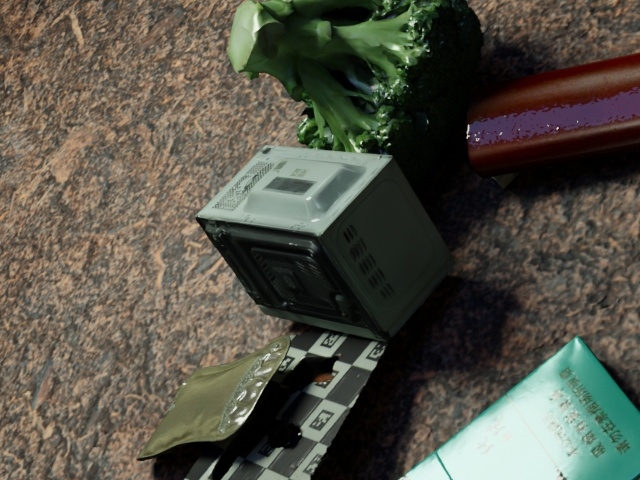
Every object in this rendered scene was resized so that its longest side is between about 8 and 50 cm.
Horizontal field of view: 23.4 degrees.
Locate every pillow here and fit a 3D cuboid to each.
[{"bbox_3d":[-0.107,0.161,1.548,0.217,0.033,0.130,-25,28,53],"label":"pillow"}]

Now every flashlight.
[{"bbox_3d":[0.204,-0.088,1.548,0.083,0.018,0.018,-47,39,-3],"label":"flashlight"}]

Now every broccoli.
[{"bbox_3d":[0.036,-0.173,1.585,0.270,0.270,0.270,-33,50,50],"label":"broccoli"}]

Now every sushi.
[{"bbox_3d":[-0.038,0.202,1.474,0.192,0.043,0.279,-9,40,48],"label":"sushi"}]

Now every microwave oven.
[{"bbox_3d":[0.000,0.000,1.518,0.122,0.162,0.208,-48,31,-24],"label":"microwave oven"}]

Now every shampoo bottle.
[{"bbox_3d":[0.270,-0.127,1.470,0.260,0.064,0.102,-10,55,29],"label":"shampoo bottle"}]

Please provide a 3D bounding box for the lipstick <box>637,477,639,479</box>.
[{"bbox_3d":[0.175,0.289,1.192,0.254,0.070,0.070,-41,38,4],"label":"lipstick"}]

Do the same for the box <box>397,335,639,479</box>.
[{"bbox_3d":[0.172,0.204,1.295,0.226,0.042,0.161,-39,38,6],"label":"box"}]
